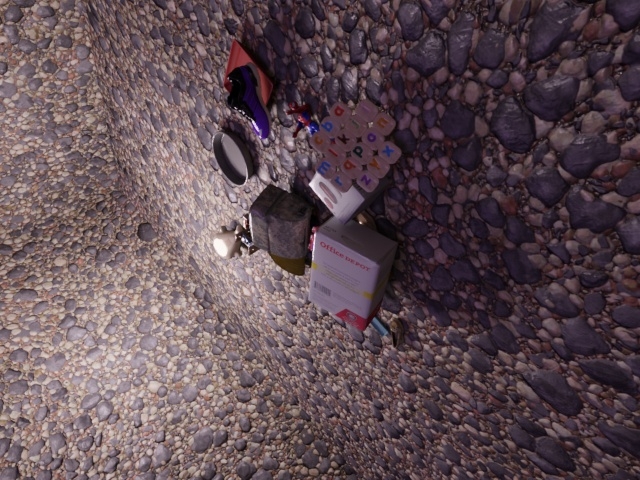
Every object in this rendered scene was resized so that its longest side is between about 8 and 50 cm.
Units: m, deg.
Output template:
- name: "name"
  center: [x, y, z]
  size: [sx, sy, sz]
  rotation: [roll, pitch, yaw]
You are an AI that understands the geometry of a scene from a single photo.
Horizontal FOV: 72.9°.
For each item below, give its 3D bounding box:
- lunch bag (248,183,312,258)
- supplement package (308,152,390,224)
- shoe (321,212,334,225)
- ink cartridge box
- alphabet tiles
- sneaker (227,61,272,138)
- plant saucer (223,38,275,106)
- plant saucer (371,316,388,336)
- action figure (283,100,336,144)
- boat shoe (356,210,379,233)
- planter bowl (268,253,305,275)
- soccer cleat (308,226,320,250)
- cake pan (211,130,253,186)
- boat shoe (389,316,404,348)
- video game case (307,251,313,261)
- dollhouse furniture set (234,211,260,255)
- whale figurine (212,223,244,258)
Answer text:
- name: "lunch bag"
  center: [-0.165, -0.069, 1.972]
  size: [0.255, 0.213, 0.305]
  rotation: [25, 142, 15]
- name: "supplement package"
  center: [0.100, -0.205, 1.553]
  size: [0.203, 0.149, 0.194]
  rotation: [50, 148, 8]
- name: "shoe"
  center: [0.073, -0.091, 1.772]
  size: [0.058, 0.077, 0.219]
  rotation: [39, 156, -9]
- name: "ink cartridge box"
  center: [0.117, 0.126, 1.693]
  size: [0.279, 0.160, 0.385]
  rotation: [28, 136, 22]
- name: "alphabet tiles"
  center: [0.111, -0.303, 1.405]
  size: [0.278, 0.021, 0.284]
  rotation: [40, 107, 11]
- name: "sneaker"
  center: [-0.294, -0.529, 1.701]
  size: [0.102, 0.146, 0.294]
  rotation: [17, 131, 45]
- name: "plant saucer"
  center: [-0.288, -0.641, 1.776]
  size: [0.259, 0.047, 0.259]
  rotation: [51, 147, 8]
- name: "plant saucer"
  center: [0.239, 0.358, 1.993]
  size: [0.192, 0.018, 0.067]
  rotation: [49, 147, 12]
- name: "action figure"
  center: [-0.047, -0.399, 1.595]
  size: [0.280, 0.139, 0.091]
  rotation: [53, 147, 9]
- name: "boat shoe"
  center: [0.181, -0.038, 1.676]
  size: [0.170, 0.059, 0.063]
  rotation: [59, 148, -5]
- name: "planter bowl"
  center: [-0.144, 0.072, 2.136]
  size: [0.217, 0.217, 0.090]
  rotation: [42, 108, 21]
- name: "soccer cleat"
  center: [0.000, 0.000, 1.910]
  size: [0.094, 0.083, 0.248]
  rotation: [14, 164, 0]
- name: "cake pan"
  center: [-0.438, -0.413, 2.172]
  size: [0.293, 0.054, 0.294]
  rotation: [33, 141, 32]
- name: "boat shoe"
  center: [0.328, 0.402, 1.884]
  size: [0.056, 0.048, 0.153]
  rotation: [22, 135, 42]
- name: "video game case"
  center: [0.060, 0.124, 1.934]
  size: [0.274, 0.026, 0.196]
  rotation: [-15, 106, 58]
- name: "dollhouse furniture set"
  center: [-0.378, -0.039, 2.355]
  size: [0.129, 0.128, 0.184]
  rotation: [42, 145, 22]
- name: "whale figurine"
  center: [-0.522, -0.004, 2.609]
  size: [0.272, 0.141, 0.216]
  rotation: [-34, 91, 34]
